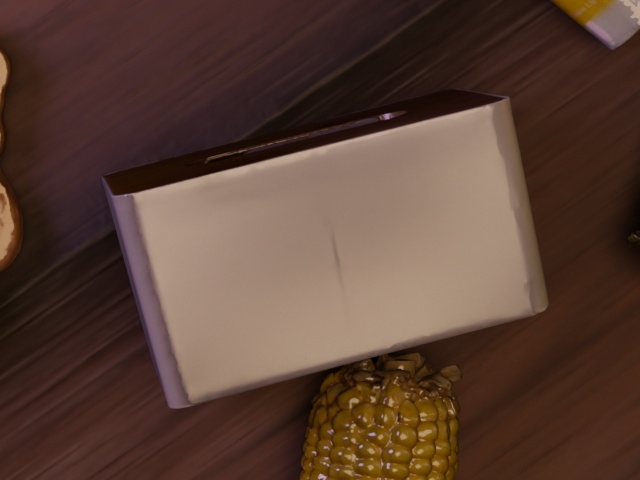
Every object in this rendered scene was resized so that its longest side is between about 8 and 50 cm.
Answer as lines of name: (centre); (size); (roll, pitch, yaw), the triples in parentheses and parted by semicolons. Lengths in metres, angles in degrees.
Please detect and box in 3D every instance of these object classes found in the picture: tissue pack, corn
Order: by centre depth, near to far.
tissue pack: (0.000, 0.000, 1.183); (0.246, 0.159, 0.136); (-14, 99, -8)
corn: (0.026, 0.224, 1.236); (0.106, 0.106, 0.305); (8, 96, -9)

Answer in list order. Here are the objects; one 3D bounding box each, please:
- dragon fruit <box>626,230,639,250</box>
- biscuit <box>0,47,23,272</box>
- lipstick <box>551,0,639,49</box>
dragon fruit: (0.291, -0.009, 1.269); (0.147, 0.096, 0.102); (12, 82, 21)
biscuit: (-0.264, -0.029, 1.202); (0.144, 0.040, 0.236); (0, 97, -2)
lipstick: (0.110, -0.229, 1.229); (0.264, 0.059, 0.059); (39, 88, -9)
